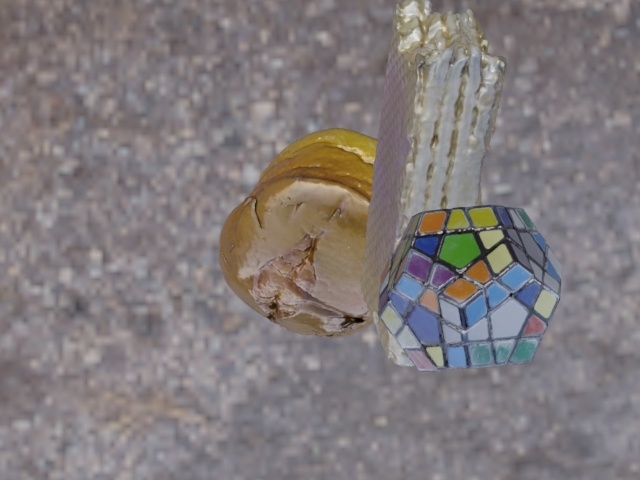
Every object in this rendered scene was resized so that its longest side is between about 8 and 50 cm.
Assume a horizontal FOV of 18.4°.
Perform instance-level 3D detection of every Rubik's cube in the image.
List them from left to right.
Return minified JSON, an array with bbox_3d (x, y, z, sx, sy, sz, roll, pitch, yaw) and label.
[{"bbox_3d":[0.086,0.027,1.138,0.093,0.111,0.111,-36,135,24],"label":"Rubik's cube"}]

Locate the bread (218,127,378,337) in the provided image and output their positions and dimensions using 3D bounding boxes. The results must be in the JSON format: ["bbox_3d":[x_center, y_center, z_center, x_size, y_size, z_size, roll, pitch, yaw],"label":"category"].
[{"bbox_3d":[0.000,0.000,2.101,0.195,0.142,0.269,32,142,-5],"label":"bread"}]

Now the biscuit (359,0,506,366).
[{"bbox_3d":[0.073,-0.038,1.314,0.062,0.108,0.238,1,119,-10],"label":"biscuit"}]
